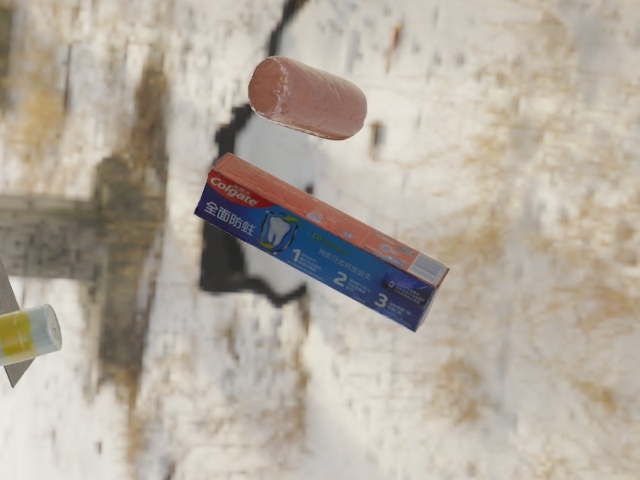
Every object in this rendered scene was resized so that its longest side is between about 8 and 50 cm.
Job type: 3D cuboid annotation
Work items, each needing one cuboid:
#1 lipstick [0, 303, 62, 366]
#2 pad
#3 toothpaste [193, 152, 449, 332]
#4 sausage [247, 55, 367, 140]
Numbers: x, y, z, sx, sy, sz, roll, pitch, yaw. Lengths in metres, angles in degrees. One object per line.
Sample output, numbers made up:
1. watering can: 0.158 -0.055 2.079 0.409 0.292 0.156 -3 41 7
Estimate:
1. lipstick: -0.426 0.130 1.670 0.059 0.264 0.059 -15 -90 -88
2. pad: -0.428 0.079 1.962 0.143 0.003 0.211 -79 -29 -76
3. toothpaste: 0.000 0.001 1.844 0.066 0.320 0.076 -48 -15 -58
4. sausage: -0.009 -0.131 1.385 0.062 0.154 0.062 -4 82 32
